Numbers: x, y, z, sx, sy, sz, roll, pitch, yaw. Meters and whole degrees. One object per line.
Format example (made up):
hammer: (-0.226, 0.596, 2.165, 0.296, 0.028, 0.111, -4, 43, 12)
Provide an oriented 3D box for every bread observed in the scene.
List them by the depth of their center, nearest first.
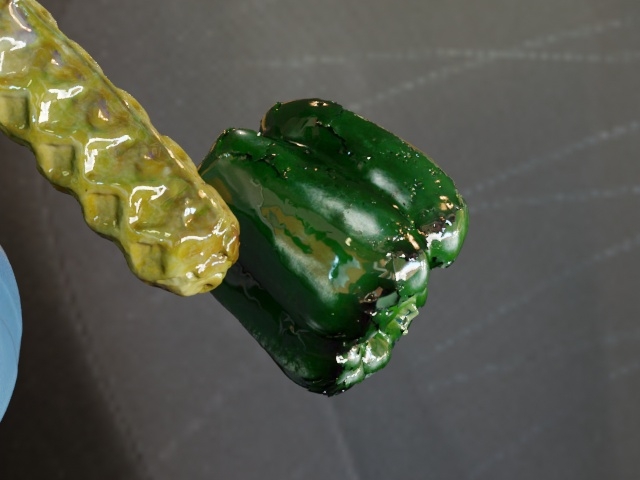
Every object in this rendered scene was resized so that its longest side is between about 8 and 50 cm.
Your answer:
bread: (-0.164, -0.068, 1.394, 0.269, 0.087, 0.098, 47, 5, 2)

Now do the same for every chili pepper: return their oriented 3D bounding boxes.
chili pepper: (0.000, 0.000, 1.830, 0.256, 0.248, 0.233, 37, 24, 16)

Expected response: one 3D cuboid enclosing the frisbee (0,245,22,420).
frisbee: (-0.358, 0.084, 1.594, 0.049, 0.289, 0.289, 3, 9, 42)
